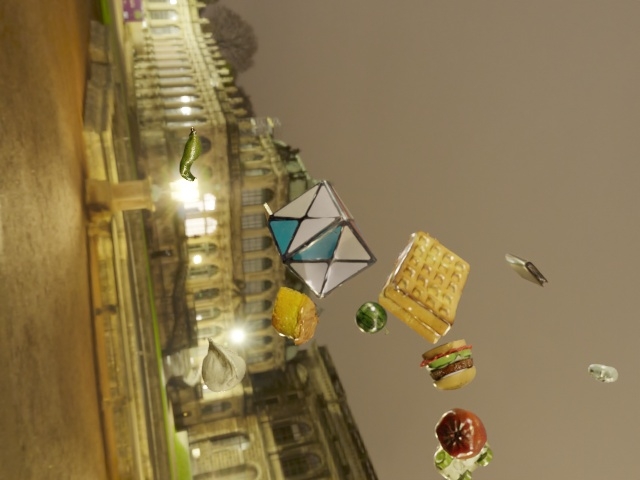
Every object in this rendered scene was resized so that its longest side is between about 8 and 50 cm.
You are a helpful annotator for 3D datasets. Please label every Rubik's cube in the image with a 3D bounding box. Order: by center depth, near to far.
[{"bbox_3d":[0.000,0.000,2.304,0.307,0.310,0.305,49,11,-43],"label":"Rubik's cube"}]

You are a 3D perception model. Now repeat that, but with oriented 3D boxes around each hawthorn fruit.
[{"bbox_3d":[0.467,0.633,1.883,0.194,0.157,0.157,37,31,-54],"label":"hawthorn fruit"}]

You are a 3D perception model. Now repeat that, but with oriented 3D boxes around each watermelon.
[{"bbox_3d":[0.160,0.239,1.764,0.109,0.109,0.109,173,-90,-75],"label":"watermelon"}]

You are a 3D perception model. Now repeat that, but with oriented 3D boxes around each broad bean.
[{"bbox_3d":[-0.455,-0.296,2.019,0.048,0.070,0.214,-112,-149,-45],"label":"broad bean"}]

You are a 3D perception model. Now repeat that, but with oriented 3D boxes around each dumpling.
[{"bbox_3d":[-0.272,0.332,1.568,0.181,0.111,0.155,-39,-103,36],"label":"dumpling"}]

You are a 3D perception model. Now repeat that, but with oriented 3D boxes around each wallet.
[{"bbox_3d":[0.693,0.099,1.945,0.110,0.031,0.198,47,3,-4],"label":"wallet"}]

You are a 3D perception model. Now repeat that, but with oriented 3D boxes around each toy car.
[{"bbox_3d":[0.537,0.810,2.256,0.145,0.235,0.235,43,-11,-10],"label":"toy car"}]

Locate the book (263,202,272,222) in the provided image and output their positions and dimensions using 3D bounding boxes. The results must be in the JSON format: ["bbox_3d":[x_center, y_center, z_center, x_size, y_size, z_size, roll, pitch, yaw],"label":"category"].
[{"bbox_3d":[-0.191,-0.038,2.582,0.232,0.022,0.162,58,-15,33],"label":"book"}]

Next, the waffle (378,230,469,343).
[{"bbox_3d":[0.310,0.123,1.678,0.098,0.224,0.328,-54,180,38],"label":"waffle"}]

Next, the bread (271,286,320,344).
[{"bbox_3d":[-0.099,0.292,2.112,0.147,0.160,0.261,-60,168,-25],"label":"bread"}]

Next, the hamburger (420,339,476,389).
[{"bbox_3d":[0.408,0.394,1.793,0.175,0.175,0.137,116,-44,-64],"label":"hamburger"}]

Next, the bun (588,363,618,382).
[{"bbox_3d":[0.860,0.406,1.755,0.083,0.083,0.045,125,-14,-68],"label":"bun"}]
